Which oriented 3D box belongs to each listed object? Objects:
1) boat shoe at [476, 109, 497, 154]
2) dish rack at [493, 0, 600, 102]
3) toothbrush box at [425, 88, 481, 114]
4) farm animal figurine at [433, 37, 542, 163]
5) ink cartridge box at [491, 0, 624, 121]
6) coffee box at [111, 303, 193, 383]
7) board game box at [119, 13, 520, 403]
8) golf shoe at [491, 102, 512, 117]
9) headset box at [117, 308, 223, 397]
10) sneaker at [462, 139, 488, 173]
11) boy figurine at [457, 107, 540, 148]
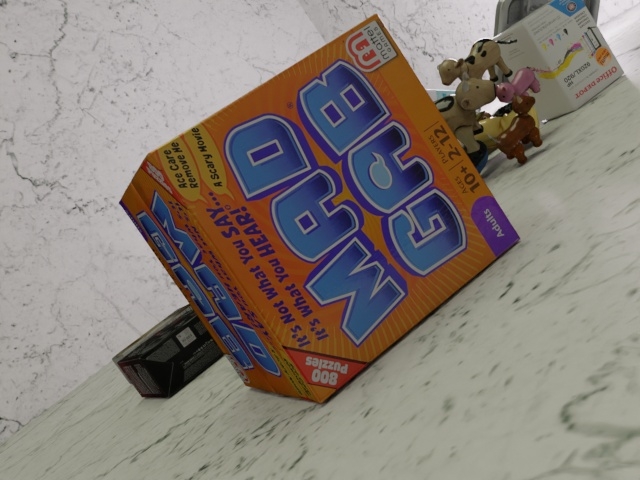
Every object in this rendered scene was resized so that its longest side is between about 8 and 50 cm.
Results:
[{"bbox_3d":[0.334,-0.219,1.936,0.307,0.104,0.110,-37,6,-27],"label":"boat shoe"},{"bbox_3d":[0.561,-0.516,1.965,0.333,0.285,0.072,-16,31,-25],"label":"dish rack"},{"bbox_3d":[0.326,-0.366,2.359,0.295,0.126,0.216,-10,-6,-43],"label":"toothbrush box"},{"bbox_3d":[0.296,-0.282,1.601,0.326,0.172,0.330,-30,38,17],"label":"farm animal figurine"},{"bbox_3d":[0.545,-0.424,1.791,0.171,0.233,0.168,-36,8,-14],"label":"ink cartridge box"},{"bbox_3d":[-0.461,0.298,2.220,0.246,0.098,0.141,-38,7,-31],"label":"coffee box"},{"bbox_3d":[-0.023,-0.030,1.103,0.356,0.356,0.356,-36,6,-20],"label":"board game box"},{"bbox_3d":[0.480,-0.314,2.049,0.198,0.077,0.094,-30,6,27],"label":"golf shoe"},{"bbox_3d":[-0.330,0.253,1.770,0.218,0.110,0.293,-37,6,-27],"label":"headset box"},{"bbox_3d":[0.293,-0.125,1.676,0.209,0.069,0.082,-46,-27,-16],"label":"sneaker"},{"bbox_3d":[0.400,-0.234,1.748,0.177,0.092,0.285,-6,-6,-30],"label":"boy figurine"}]
